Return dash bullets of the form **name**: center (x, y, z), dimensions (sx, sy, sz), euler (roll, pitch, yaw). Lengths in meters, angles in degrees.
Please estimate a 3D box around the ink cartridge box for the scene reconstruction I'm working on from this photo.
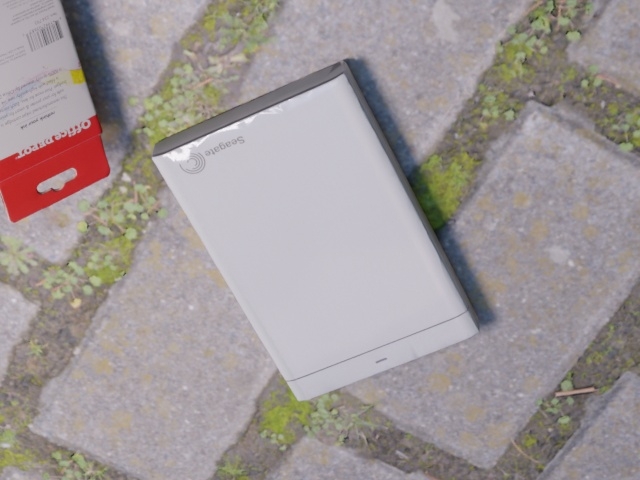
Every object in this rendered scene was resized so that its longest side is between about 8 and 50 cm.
- **ink cartridge box**: center (-0.314, -0.151, 1.525), dimensions (0.134, 0.078, 0.231), euler (-29, 122, -27)

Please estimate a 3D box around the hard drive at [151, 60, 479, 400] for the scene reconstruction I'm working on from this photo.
- **hard drive**: center (0.000, 0.000, 1.647), dimensions (0.233, 0.047, 0.353), euler (-22, 115, 15)
